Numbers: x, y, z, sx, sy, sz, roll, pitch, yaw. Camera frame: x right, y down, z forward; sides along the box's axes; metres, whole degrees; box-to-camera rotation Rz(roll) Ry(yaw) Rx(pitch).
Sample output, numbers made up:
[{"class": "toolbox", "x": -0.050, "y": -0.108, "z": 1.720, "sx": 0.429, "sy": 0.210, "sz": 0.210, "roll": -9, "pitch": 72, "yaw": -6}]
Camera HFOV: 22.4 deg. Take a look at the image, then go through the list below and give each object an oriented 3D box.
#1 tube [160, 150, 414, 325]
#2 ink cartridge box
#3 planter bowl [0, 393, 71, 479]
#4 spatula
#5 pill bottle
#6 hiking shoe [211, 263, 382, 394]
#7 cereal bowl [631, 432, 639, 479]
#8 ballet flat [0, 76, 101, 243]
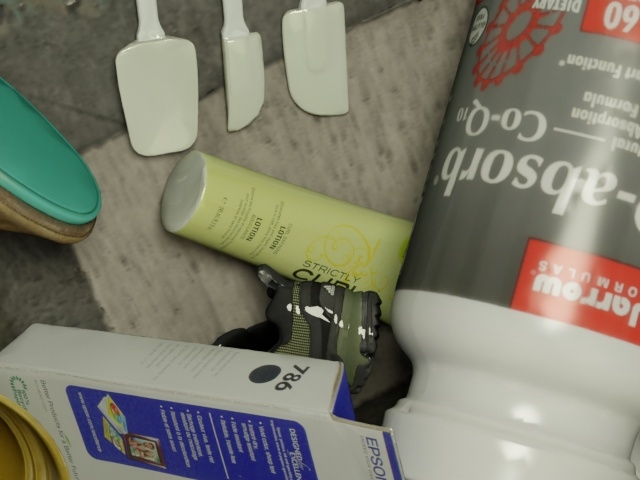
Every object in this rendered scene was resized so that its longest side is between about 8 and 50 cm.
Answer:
[{"class": "tube", "x": 0.000, "y": 0.000, "z": 1.180, "sx": 0.240, "sy": 0.062, "sz": 0.070, "roll": 21, "pitch": 148, "yaw": -32}, {"class": "ink cartridge box", "x": -0.065, "y": 0.153, "z": 1.094, "sx": 0.065, "sy": 0.333, "sz": 0.165, "roll": -45, "pitch": 131, "yaw": -45}, {"class": "planter bowl", "x": -0.282, "y": 0.162, "z": 1.123, "sx": 0.217, "sy": 0.090, "sz": 0.217, "roll": -4, "pitch": 118, "yaw": -8}, {"class": "spatula", "x": -0.064, "y": -0.182, "z": 1.093, "sx": 0.168, "sy": 0.019, "sz": 0.242, "roll": -11, "pitch": 117, "yaw": -14}, {"class": "pill bottle", "x": 0.167, "y": 0.002, "z": 1.087, "sx": 0.210, "sy": 0.210, "sz": 0.362, "roll": 19, "pitch": 82, "yaw": -26}, {"class": "hiking shoe", "x": -0.037, "y": 0.115, "z": 1.208, "sx": 0.114, "sy": 0.086, "sz": 0.226, "roll": 22, "pitch": 118, "yaw": -3}, {"class": "cereal bowl", "x": 0.157, "y": 0.248, "z": 1.301, "sx": 0.339, "sy": 0.141, "sz": 0.339, "roll": -8, "pitch": 116, "yaw": -17}, {"class": "ballet flat", "x": -0.294, "y": -0.094, "z": 1.007, "sx": 0.124, "sy": 0.116, "sz": 0.342, "roll": -35, "pitch": 122, "yaw": 21}]
